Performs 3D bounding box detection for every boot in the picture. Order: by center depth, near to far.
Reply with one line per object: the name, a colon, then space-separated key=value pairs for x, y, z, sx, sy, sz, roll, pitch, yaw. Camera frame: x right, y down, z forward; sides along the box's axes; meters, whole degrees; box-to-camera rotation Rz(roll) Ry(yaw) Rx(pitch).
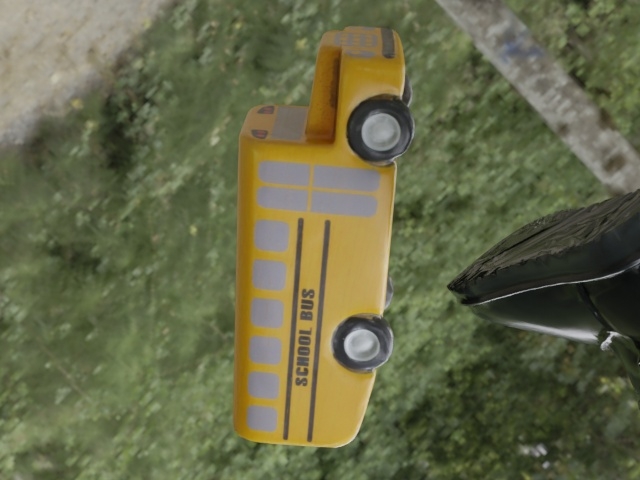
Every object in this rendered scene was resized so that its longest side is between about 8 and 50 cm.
boot: x=0.202 y=0.080 z=0.665 sx=0.094 sy=0.207 sz=0.246 roll=-35 pitch=-176 yaw=-20

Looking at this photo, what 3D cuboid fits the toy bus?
toy bus: x=0.000 y=0.000 z=0.816 sx=0.108 sy=0.130 sz=0.333 roll=-82 pitch=175 yaw=-65
